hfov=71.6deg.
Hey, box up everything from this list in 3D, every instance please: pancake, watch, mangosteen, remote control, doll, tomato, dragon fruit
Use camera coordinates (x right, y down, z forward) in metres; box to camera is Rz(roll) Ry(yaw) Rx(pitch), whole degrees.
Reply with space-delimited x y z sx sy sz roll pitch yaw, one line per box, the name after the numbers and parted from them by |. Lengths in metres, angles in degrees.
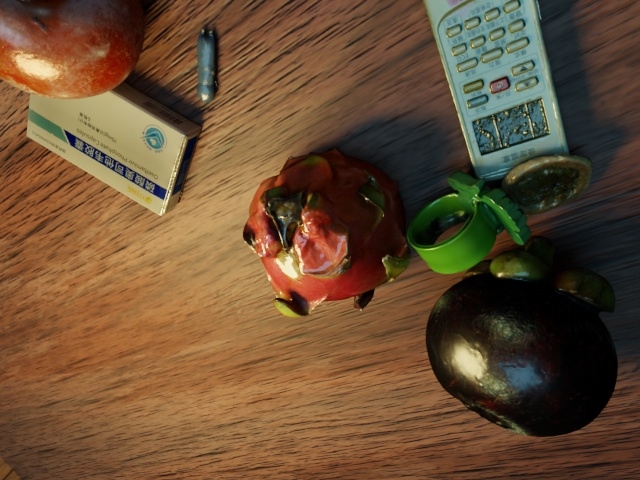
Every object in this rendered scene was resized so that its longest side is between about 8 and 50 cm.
0.356 -0.086 0.702 0.139 0.022 0.140 -1 141 -1 | pancake
0.224 -0.021 0.717 0.152 0.165 0.131 -41 118 3 | watch
0.330 0.164 0.739 0.300 0.300 0.301 8 118 15 | mangosteen
0.258 -0.262 0.661 0.145 0.050 0.344 -16 110 25 | remote control
-0.207 -0.315 0.806 0.037 0.027 0.125 14 116 11 | doll
-0.429 -0.359 0.728 0.270 0.270 0.227 39 157 -3 | tomato
0.000 0.000 0.781 0.305 0.226 0.306 6 116 13 | dragon fruit

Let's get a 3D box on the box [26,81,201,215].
-0.426 -0.221 0.903 0.343 0.065 0.200 30 121 2 | box
